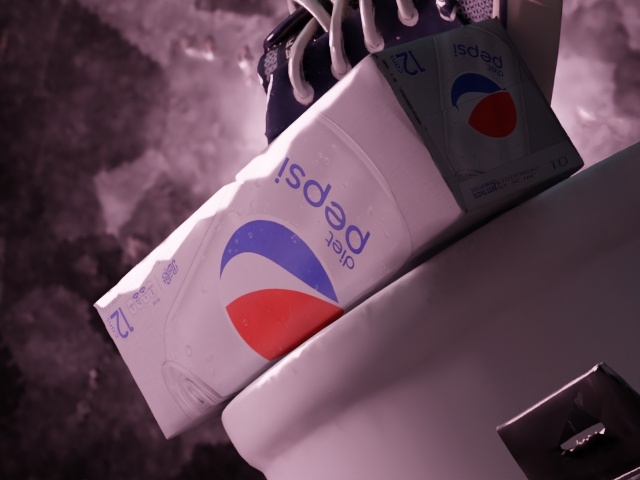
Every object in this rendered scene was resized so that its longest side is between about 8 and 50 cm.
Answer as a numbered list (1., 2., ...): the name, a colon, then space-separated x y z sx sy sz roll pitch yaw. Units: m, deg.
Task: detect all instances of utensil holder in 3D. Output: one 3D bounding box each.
1. utensil holder: 0.180 0.177 1.062 0.327 0.385 0.327 -29 -9 -5

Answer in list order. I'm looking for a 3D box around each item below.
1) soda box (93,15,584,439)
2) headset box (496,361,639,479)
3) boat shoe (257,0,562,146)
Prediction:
1. soda box: 0.000 0.000 1.036 0.098 0.091 0.286 -21 -12 -43
2. headset box: 0.143 0.165 0.540 0.110 0.293 0.218 -26 -8 -25
3. boat shoe: 0.042 -0.118 1.059 0.158 0.127 0.340 -1 -42 1
